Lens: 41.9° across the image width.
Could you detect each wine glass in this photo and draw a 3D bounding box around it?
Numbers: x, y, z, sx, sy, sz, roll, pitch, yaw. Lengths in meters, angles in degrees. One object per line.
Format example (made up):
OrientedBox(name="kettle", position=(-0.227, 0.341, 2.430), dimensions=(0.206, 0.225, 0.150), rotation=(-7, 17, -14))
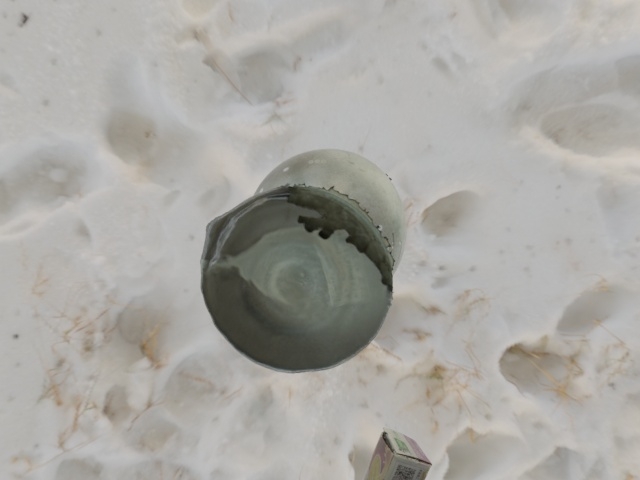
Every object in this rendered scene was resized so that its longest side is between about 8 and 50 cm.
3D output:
OrientedBox(name="wine glass", position=(0.000, 0.000, 0.595), dimensions=(0.126, 0.241, 0.127), rotation=(2, 103, 8))

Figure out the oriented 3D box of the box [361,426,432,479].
OrientedBox(name="box", position=(0.034, 0.265, 0.711), dimensions=(0.041, 0.050, 0.207), rotation=(20, 97, -14))
